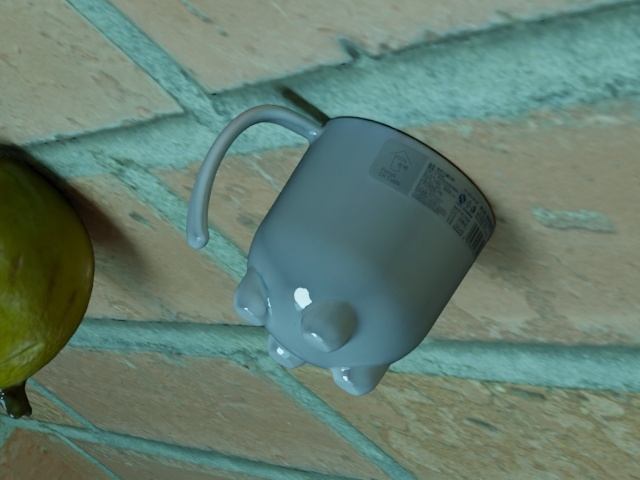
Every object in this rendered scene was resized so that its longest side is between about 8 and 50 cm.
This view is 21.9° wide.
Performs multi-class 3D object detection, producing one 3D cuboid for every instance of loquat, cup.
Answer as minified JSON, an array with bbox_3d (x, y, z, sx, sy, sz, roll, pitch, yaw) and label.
[{"bbox_3d":[-0.313,0.050,1.547,0.213,0.213,0.246,2,105,56],"label":"loquat"},{"bbox_3d":[0.010,0.004,1.068,0.134,0.142,0.173,11,151,48],"label":"cup"}]
